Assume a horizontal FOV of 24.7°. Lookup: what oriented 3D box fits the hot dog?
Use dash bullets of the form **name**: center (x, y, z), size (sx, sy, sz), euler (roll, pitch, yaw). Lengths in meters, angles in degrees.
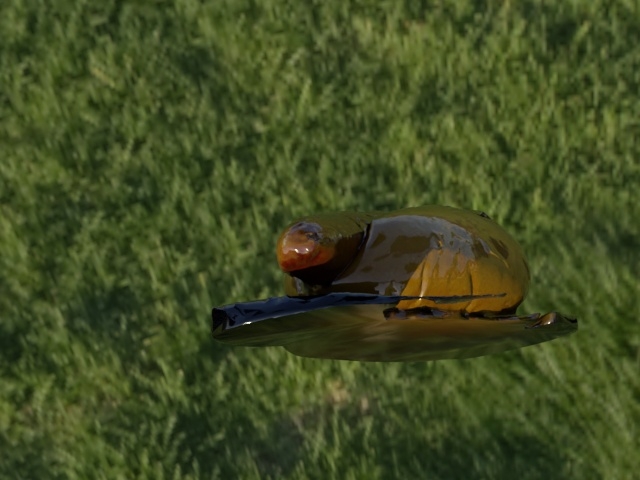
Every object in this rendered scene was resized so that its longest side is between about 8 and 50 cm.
- **hot dog**: center (0.067, 0.021, 1.137), size (0.194, 0.326, 0.107), euler (-16, 73, 27)
